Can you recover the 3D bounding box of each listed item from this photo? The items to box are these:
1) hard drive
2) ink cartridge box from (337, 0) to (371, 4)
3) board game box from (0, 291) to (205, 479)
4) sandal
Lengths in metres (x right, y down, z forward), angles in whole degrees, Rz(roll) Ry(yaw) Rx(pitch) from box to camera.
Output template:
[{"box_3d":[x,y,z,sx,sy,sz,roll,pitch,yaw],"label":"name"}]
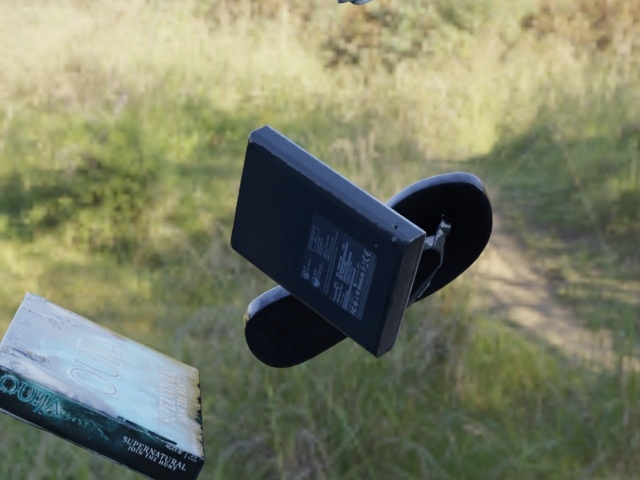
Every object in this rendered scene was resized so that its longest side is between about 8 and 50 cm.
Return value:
[{"box_3d":[0.000,0.000,0.836,0.135,0.094,0.022,36,42,28],"label":"hard drive"},{"box_3d":[0.031,-0.177,0.583,0.088,0.122,0.052,-17,37,3],"label":"ink cartridge box"},{"box_3d":[-0.130,0.084,0.781,0.126,0.026,0.186,26,5,-10],"label":"board game box"},{"box_3d":[0.049,0.038,1.172,0.254,0.097,0.054,-36,27,10],"label":"sandal"}]
